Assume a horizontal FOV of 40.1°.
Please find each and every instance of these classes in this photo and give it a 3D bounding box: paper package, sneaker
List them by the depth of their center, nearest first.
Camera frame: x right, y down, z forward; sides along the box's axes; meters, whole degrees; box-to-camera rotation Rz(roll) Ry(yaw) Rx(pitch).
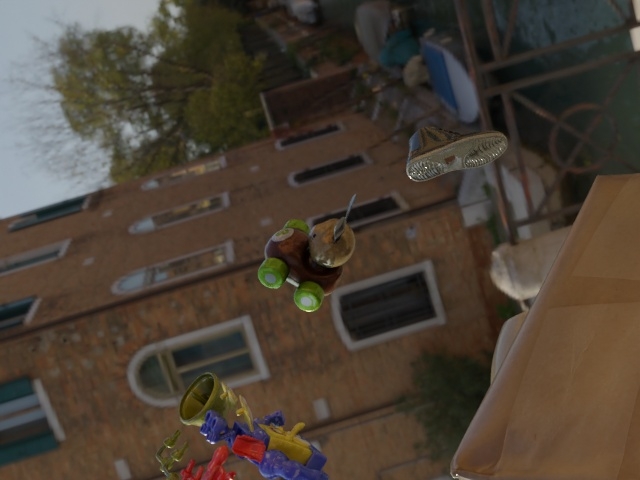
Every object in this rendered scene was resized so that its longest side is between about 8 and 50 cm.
[{"bbox_3d":[0.302,0.147,0.725,0.168,0.325,0.309,-1,137,49],"label":"paper package"},{"bbox_3d":[0.288,-0.214,1.890,0.118,0.222,0.083,-87,-25,-43],"label":"sneaker"}]

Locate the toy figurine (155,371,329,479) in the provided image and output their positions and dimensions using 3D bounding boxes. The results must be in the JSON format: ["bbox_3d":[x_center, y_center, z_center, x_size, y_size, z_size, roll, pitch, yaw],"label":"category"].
[{"bbox_3d":[-0.097,0.341,1.352,0.191,0.217,0.362,-67,19,-6],"label":"toy figurine"}]

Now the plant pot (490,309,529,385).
[{"bbox_3d":[0.437,0.224,1.645,0.284,0.284,0.191,80,173,-72],"label":"plant pot"}]

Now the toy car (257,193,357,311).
[{"bbox_3d":[0.000,0.000,1.537,0.188,0.149,0.155,-53,5,39],"label":"toy car"}]
